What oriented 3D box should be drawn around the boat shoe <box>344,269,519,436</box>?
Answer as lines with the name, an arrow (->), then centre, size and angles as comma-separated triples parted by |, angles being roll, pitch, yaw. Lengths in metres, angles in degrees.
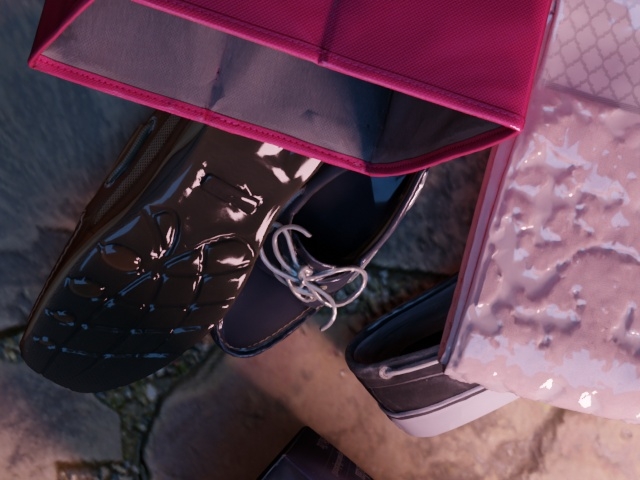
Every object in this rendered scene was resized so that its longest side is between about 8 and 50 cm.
boat shoe -> 0.160, 0.037, 1.309 | 0.306, 0.113, 0.105 | -27, 127, 20

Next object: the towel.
towel -> 0.279, -0.016, 1.229 | 0.332, 0.053, 0.317 | 15, 90, -4

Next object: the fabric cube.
fabric cube -> -0.006, -0.206, 1.054 | 0.259, 0.254, 0.258 | 17, 80, -16

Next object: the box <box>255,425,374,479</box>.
box -> 0.037, 0.300, 1.270 | 0.294, 0.296, 0.182 | 42, 90, 3

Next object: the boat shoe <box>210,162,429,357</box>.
boat shoe -> 0.000, 0.000, 1.307 | 0.095, 0.079, 0.254 | 38, 109, -18

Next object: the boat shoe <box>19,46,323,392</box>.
boat shoe -> -0.100, -0.030, 1.272 | 0.122, 0.120, 0.324 | 35, 104, -31
